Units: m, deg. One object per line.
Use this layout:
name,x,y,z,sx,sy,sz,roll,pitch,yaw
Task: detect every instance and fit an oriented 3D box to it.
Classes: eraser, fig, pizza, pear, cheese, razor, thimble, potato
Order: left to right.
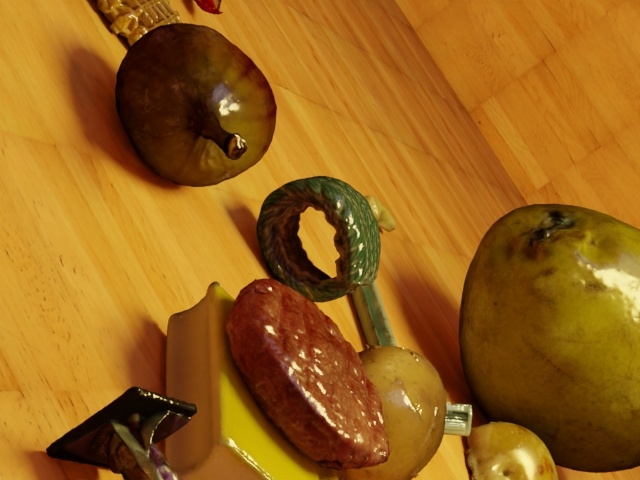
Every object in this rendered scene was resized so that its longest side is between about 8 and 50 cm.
fig,-0.113,-0.118,1.422,0.170,0.145,0.274,49,2,-19
eraser,-0.054,0.156,1.187,0.158,0.069,0.226,48,17,-27
thimble,-0.002,-0.001,1.591,0.090,0.118,0.135,-17,88,-69
cheese,0.080,-0.036,2.072,0.044,0.030,0.083,54,8,21
potato,0.056,0.166,1.396,0.137,0.137,0.176,52,17,-11
razor,0.077,0.130,1.688,0.111,0.056,0.278,7,30,-20
pizza,0.238,0.284,1.776,0.204,0.080,0.188,27,31,-57
pear,0.348,0.136,1.946,0.413,0.352,0.352,49,16,-36

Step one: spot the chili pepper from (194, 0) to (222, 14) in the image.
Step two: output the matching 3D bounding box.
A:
chili pepper,-0.170,-0.376,2.006,0.059,0.050,0.268,16,38,-34

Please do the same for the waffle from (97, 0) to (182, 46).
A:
waffle,-0.204,-0.260,1.684,0.191,0.038,0.191,48,16,-19

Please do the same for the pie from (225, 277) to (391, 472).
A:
pie,-0.007,0.108,1.208,0.182,0.049,0.182,47,17,-19

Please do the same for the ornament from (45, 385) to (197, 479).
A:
ornament,-0.099,0.195,0.943,0.081,0.088,0.203,33,28,-52
